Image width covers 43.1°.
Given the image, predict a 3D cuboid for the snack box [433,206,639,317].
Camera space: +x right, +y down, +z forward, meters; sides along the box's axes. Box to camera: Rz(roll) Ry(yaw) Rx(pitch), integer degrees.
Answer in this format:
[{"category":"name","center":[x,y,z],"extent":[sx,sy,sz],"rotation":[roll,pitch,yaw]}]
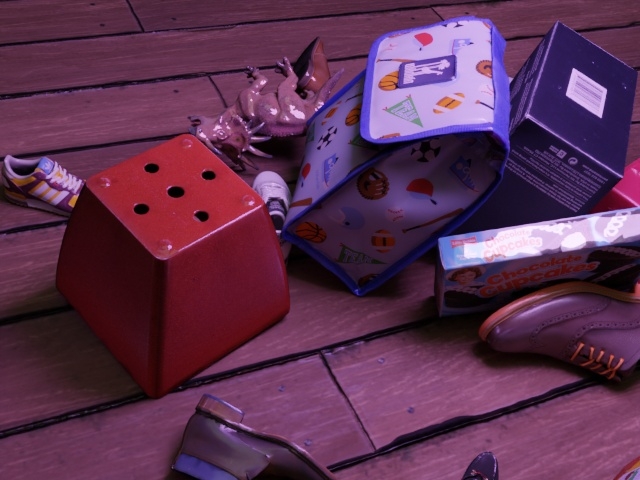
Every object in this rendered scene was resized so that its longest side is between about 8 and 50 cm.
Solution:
[{"category":"snack box","center":[0.340,0.038,1.256],"extent":[0.321,0.187,0.060],"rotation":[-9,62,2]}]

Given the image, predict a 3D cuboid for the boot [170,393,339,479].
[{"category":"boot","center":[-0.086,0.299,1.053],"extent":[0.219,0.082,0.106],"rotation":[28,67,11]}]

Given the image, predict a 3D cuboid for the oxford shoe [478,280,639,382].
[{"category":"oxford shoe","center":[0.428,0.149,1.267],"extent":[0.363,0.130,0.133],"rotation":[-4,54,-12]}]

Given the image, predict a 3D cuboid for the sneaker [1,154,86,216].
[{"category":"sneaker","center":[-0.444,-0.095,1.364],"extent":[0.185,0.084,0.070],"rotation":[7,43,-4]}]

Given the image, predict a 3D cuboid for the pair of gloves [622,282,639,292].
[{"category":"pair of gloves","center":[0.496,0.079,1.394],"extent":[0.083,0.074,0.010],"rotation":[43,21,28]}]

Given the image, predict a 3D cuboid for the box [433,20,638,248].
[{"category":"box","center":[0.367,-0.146,1.402],"extent":[0.178,0.312,0.343],"rotation":[32,45,-3]}]

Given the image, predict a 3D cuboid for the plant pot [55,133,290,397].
[{"category":"plant pot","center":[-0.212,0.010,1.172],"extent":[0.267,0.236,0.267],"rotation":[-32,61,-32]}]

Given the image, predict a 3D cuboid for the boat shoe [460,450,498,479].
[{"category":"boat shoe","center":[0.210,0.332,1.086],"extent":[0.048,0.042,0.133],"rotation":[25,43,17]}]

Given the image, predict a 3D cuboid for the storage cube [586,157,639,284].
[{"category":"storage cube","center":[0.592,-0.016,1.428],"extent":[0.215,0.184,0.193],"rotation":[-27,55,-34]}]

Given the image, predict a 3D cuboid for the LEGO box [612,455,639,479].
[{"category":"LEGO box","center":[0.365,0.466,0.789],"extent":[0.500,0.193,0.372],"rotation":[-26,69,-38]}]

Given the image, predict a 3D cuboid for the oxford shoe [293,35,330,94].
[{"category":"oxford shoe","center":[-0.012,-0.376,1.779],"extent":[0.076,0.076,0.212],"rotation":[33,36,-21]}]

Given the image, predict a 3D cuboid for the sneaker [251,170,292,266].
[{"category":"sneaker","center":[-0.080,-0.052,1.390],"extent":[0.090,0.095,0.235],"rotation":[1,42,-9]}]

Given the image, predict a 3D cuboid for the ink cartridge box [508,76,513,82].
[{"category":"ink cartridge box","center":[0.374,-0.276,1.748],"extent":[0.275,0.060,0.239],"rotation":[19,42,9]}]

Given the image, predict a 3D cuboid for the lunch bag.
[{"category":"lunch bag","center":[0.135,-0.159,1.305],"extent":[0.239,0.385,0.328],"rotation":[36,40,-24]}]

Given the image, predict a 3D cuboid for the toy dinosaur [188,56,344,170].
[{"category":"toy dinosaur","center":[-0.089,-0.227,1.519],"extent":[0.295,0.127,0.200],"rotation":[-11,46,1]}]
